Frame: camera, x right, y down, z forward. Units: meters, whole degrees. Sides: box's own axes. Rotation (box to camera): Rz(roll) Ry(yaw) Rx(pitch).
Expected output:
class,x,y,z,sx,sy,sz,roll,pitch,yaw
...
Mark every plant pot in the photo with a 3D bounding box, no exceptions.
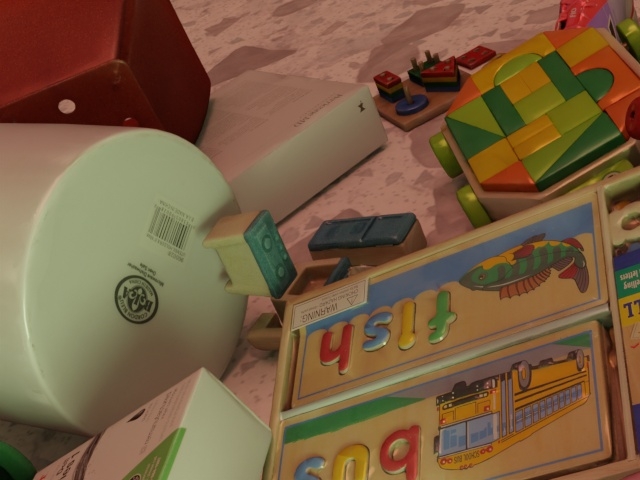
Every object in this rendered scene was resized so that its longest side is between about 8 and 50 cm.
class,x,y,z,sx,sy,sz,roll,pitch,yaw
plant pot,-0.300,-0.192,1.448,0.267,0.267,0.235,-21,39,5

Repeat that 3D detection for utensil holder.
class,x,y,z,sx,sy,sz,roll,pitch,yaw
utensil holder,-0.316,0.035,1.182,0.385,0.327,0.327,5,39,37

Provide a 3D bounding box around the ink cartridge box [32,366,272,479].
class,x,y,z,sx,sy,sz,roll,pitch,yaw
ink cartridge box,-0.158,0.224,0.900,0.219,0.092,0.160,-33,21,26

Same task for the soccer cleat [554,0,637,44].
class,x,y,z,sx,sy,sz,roll,pitch,yaw
soccer cleat,0.331,-0.257,1.420,0.109,0.116,0.318,-4,34,29

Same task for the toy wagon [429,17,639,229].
class,x,y,z,sx,sy,sz,roll,pitch,yaw
toy wagon,0.265,-0.110,1.209,0.267,0.068,0.344,-31,34,10

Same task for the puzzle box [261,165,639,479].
class,x,y,z,sx,sy,sz,roll,pitch,yaw
puzzle box,0.134,0.100,0.867,0.409,0.052,0.272,-23,40,27

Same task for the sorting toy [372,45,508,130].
class,x,y,z,sx,sy,sz,roll,pitch,yaw
sorting toy,0.149,-0.221,1.569,0.274,0.046,0.132,-28,29,-10

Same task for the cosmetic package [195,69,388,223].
class,x,y,z,sx,sy,sz,roll,pitch,yaw
cosmetic package,-0.141,-0.091,1.501,0.377,0.097,0.284,-37,29,-24

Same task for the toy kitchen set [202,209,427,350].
class,x,y,z,sx,sy,sz,roll,pitch,yaw
toy kitchen set,0.000,0.000,1.166,0.122,0.166,0.207,-4,34,31

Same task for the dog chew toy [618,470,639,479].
class,x,y,z,sx,sy,sz,roll,pitch,yaw
dog chew toy,0.287,0.199,0.597,0.332,0.206,0.206,-15,28,-3

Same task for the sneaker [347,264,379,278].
class,x,y,z,sx,sy,sz,roll,pitch,yaw
sneaker,0.093,0.058,1.130,0.135,0.058,0.052,4,-3,9

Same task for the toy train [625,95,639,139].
class,x,y,z,sx,sy,sz,roll,pitch,yaw
toy train,0.358,-0.073,0.975,0.105,0.143,0.248,8,-9,-11

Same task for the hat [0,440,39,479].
class,x,y,z,sx,sy,sz,roll,pitch,yaw
hat,-0.370,0.209,1.063,0.208,0.173,0.183,-30,32,-1
